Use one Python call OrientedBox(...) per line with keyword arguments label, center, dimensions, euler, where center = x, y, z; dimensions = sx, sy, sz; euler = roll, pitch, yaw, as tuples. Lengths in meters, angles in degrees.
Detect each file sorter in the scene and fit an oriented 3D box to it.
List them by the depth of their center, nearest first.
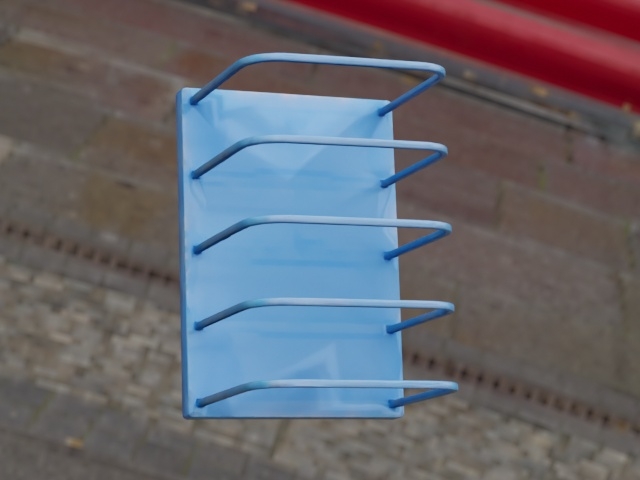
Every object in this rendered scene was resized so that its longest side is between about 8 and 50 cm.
OrientedBox(label="file sorter", center=(0.000, 0.000, 0.979), dimensions=(0.118, 0.170, 0.104), euler=(2, -10, -21))
